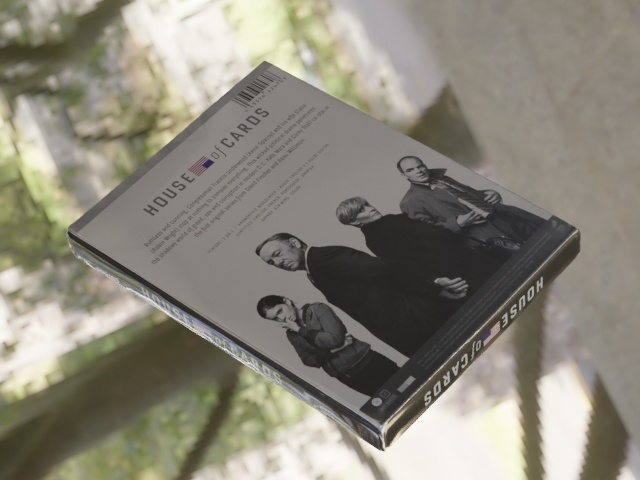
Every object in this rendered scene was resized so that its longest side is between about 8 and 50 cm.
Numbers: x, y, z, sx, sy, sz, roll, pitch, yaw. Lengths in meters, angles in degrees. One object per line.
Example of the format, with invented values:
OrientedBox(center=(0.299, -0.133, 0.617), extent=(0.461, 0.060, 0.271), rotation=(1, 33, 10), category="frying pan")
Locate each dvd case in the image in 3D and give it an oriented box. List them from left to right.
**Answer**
OrientedBox(center=(0.000, 0.000, 1.099), extent=(0.239, 0.179, 0.029), rotation=(30, 147, 29), category="dvd case")
